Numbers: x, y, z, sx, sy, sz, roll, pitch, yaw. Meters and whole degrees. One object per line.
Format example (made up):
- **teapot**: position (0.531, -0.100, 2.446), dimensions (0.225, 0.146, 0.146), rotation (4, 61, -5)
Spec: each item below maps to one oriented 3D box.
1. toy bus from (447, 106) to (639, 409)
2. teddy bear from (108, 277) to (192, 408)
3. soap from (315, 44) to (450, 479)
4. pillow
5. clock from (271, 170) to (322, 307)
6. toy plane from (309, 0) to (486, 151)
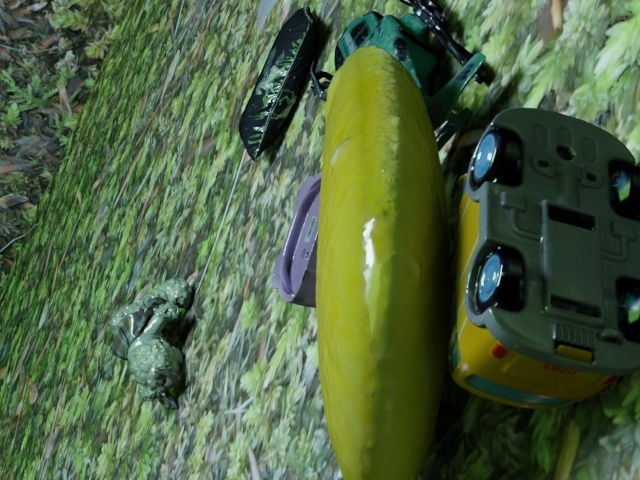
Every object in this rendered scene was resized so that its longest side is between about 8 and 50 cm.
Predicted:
- **toy bus**: position (0.155, 0.019, 0.986), dimensions (0.136, 0.126, 0.209), rotation (121, 159, -53)
- **teddy bear**: position (-0.249, 0.140, 1.962), dimensions (0.213, 0.111, 0.133), rotation (-95, 27, -51)
- **soap**: position (0.053, 0.028, 1.154), dimensions (0.427, 0.115, 0.306), rotation (-88, 3, -58)
- **pillow**: position (-0.058, -0.217, 1.867), dimensions (0.141, 0.055, 0.208), rotation (-103, 37, -70)
- **clock**: position (0.000, 0.000, 1.516), dimensions (0.110, 0.050, 0.152), rotation (12, 83, 70)
- **toy plane**: position (0.080, -0.178, 1.406), dimensions (0.155, 0.106, 0.381), rotation (-52, 19, 15)
